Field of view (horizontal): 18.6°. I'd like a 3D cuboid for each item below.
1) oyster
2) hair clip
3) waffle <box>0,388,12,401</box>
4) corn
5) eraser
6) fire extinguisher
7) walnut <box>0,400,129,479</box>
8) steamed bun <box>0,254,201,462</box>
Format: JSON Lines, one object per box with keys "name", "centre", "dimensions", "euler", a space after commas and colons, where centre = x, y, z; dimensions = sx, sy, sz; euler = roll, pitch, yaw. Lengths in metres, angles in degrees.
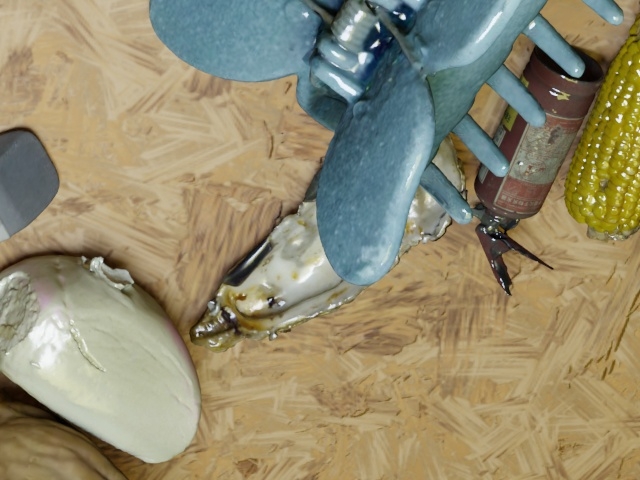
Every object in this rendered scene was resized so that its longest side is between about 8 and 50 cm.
{"name": "oyster", "centre": [0.002, 0.002, 1.963], "dimensions": [0.345, 0.078, 0.129], "euler": [-39, 103, 18]}
{"name": "hair clip", "centre": [0.088, -0.184, 1.725], "dimensions": [0.238, 0.392, 0.318], "euler": [8, 125, -47]}
{"name": "waffle", "centre": [-0.385, 0.344, 2.119], "dimensions": [0.304, 0.077, 0.348], "euler": [-27, 126, 9]}
{"name": "corn", "centre": [0.307, -0.108, 1.926], "dimensions": [0.097, 0.097, 0.262], "euler": [4, 124, -14]}
{"name": "eraser", "centre": [-0.421, -0.007, 1.871], "dimensions": [0.352, 0.061, 0.089], "euler": [-21, 126, 5]}
{"name": "fire extinguisher", "centre": [0.205, -0.063, 1.930], "dimensions": [0.075, 0.106, 0.252], "euler": [-1, 127, -35]}
{"name": "walnut", "centre": [-0.303, 0.315, 1.888], "dimensions": [0.306, 0.306, 0.344], "euler": [-23, 113, 5]}
{"name": "steamed bun", "centre": [-0.213, 0.105, 1.937], "dimensions": [0.238, 0.170, 0.153], "euler": [33, 93, -29]}
